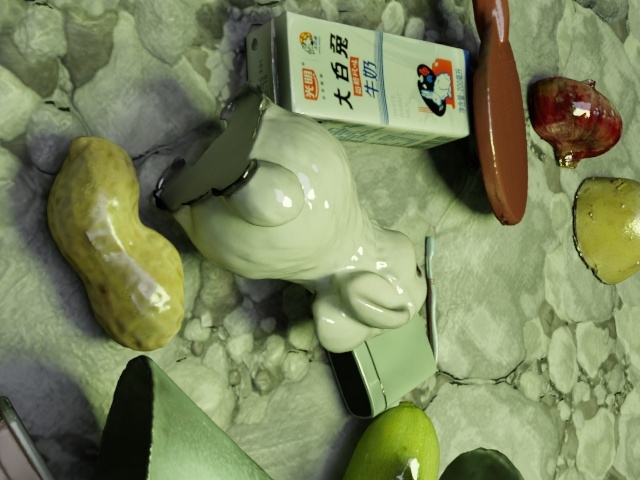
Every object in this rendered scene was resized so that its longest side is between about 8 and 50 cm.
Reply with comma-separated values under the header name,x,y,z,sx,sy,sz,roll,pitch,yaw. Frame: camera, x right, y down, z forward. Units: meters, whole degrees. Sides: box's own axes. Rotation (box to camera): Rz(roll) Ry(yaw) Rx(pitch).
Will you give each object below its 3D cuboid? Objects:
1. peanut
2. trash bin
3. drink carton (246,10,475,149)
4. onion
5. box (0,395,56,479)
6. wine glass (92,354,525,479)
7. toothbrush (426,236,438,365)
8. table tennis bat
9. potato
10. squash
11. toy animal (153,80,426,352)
name,x,y,z,sx,sy,sz,roll,pitch,yaw
peanut,-0.207,0.005,0.758,0.103,0.098,0.229,-66,135,-74
trash bin,0.082,0.155,0.987,0.130,0.059,0.116,-24,99,-38
drink carton,0.057,-0.200,0.982,0.315,0.106,0.131,-1,84,-37
onion,0.461,-0.207,1.299,0.206,0.098,0.151,14,75,-37
box,-0.284,0.213,0.681,0.062,0.089,0.122,-31,104,-25
wine glass,-0.009,0.273,0.714,0.406,0.267,0.267,14,76,-20
toothbrush,0.165,0.090,1.087,0.019,0.013,0.193,8,79,-46
table tennis bat,0.268,-0.225,1.110,0.268,0.051,0.415,-35,118,-61
potato,0.557,-0.024,1.346,0.182,0.117,0.202,8,79,-40
squash,0.088,0.294,0.943,0.123,0.123,0.187,37,61,-29
toy animal,0.000,0.000,0.850,0.357,0.194,0.258,40,17,-28
